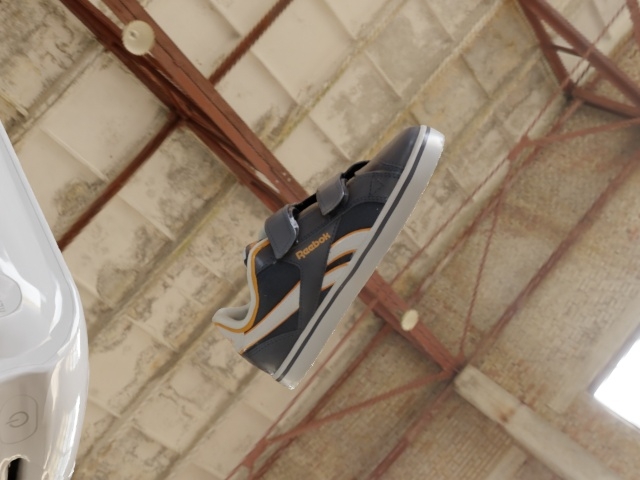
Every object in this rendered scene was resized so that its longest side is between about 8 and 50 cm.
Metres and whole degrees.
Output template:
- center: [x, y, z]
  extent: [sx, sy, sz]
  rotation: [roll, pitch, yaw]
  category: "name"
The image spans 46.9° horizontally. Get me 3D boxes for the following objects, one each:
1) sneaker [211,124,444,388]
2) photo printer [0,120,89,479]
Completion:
- center: [0.000, 0.000, 0.777]
  extent: [0.128, 0.126, 0.321]
  rotation: [32, -79, -3]
  category: "sneaker"
- center: [-0.248, 0.049, 0.483]
  extent: [0.107, 0.307, 0.256]
  rotation: [-11, -36, -37]
  category: "photo printer"
